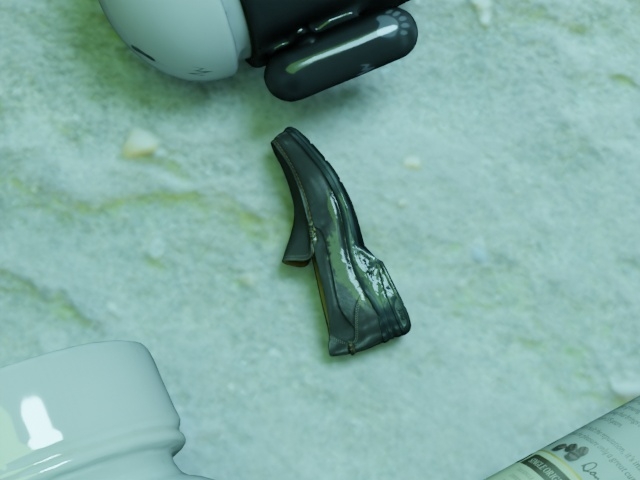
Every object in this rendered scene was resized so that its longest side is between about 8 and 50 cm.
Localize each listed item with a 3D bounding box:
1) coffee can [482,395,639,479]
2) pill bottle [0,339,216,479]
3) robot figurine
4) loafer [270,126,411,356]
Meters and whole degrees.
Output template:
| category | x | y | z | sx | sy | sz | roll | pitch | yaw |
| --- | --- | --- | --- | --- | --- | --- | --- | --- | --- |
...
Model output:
| category | x | y | z | sx | sy | sz | roll | pitch | yaw |
| --- | --- | --- | --- | --- | --- | --- | --- | --- | --- |
| coffee can | 0.184 | 0.207 | 0.693 | 0.275 | 0.201 | 0.201 | -26 | 76 | -8 |
| pill bottle | -0.114 | 0.271 | 0.658 | 0.224 | 0.224 | 0.392 | -22 | 76 | -7 |
| robot figurine | -0.027 | -0.221 | 0.830 | 0.278 | 0.173 | 0.209 | -25 | 33 | -8 |
| loafer | 0.000 | 0.000 | 0.823 | 0.061 | 0.062 | 0.170 | -26 | 75 | -3 |
